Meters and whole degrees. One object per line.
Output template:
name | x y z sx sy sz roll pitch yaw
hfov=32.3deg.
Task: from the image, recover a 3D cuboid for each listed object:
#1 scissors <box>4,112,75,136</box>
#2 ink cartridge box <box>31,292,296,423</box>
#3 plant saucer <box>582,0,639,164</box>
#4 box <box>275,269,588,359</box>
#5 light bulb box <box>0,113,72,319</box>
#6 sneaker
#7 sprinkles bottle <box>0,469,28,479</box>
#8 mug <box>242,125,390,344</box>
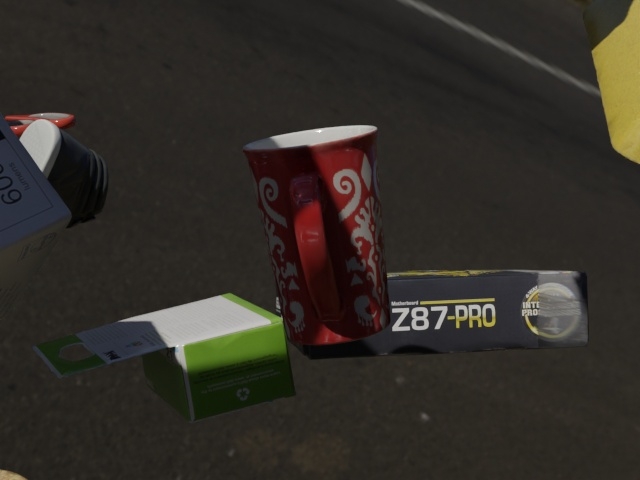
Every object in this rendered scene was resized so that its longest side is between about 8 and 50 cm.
scissors | -0.480 -0.178 1.669 0.109 0.021 0.297 -22 21 -39
ink cartridge box | -0.185 0.147 1.277 0.255 0.097 0.189 -14 11 -22
plant saucer | 0.427 -0.159 1.016 0.333 0.081 0.332 9 34 1
box | 0.115 0.084 1.375 0.319 0.097 0.395 0 -1 -6
light bulb box | -0.468 -0.038 0.882 0.361 0.225 0.358 -32 82 -39
sneaker | -0.404 -0.020 1.584 0.105 0.295 0.147 36 9 38
sprinkles bottle | -0.275 0.234 0.542 0.121 0.121 0.355 38 30 17
mug | -0.007 -0.001 0.920 0.113 0.169 0.150 0 15 33
